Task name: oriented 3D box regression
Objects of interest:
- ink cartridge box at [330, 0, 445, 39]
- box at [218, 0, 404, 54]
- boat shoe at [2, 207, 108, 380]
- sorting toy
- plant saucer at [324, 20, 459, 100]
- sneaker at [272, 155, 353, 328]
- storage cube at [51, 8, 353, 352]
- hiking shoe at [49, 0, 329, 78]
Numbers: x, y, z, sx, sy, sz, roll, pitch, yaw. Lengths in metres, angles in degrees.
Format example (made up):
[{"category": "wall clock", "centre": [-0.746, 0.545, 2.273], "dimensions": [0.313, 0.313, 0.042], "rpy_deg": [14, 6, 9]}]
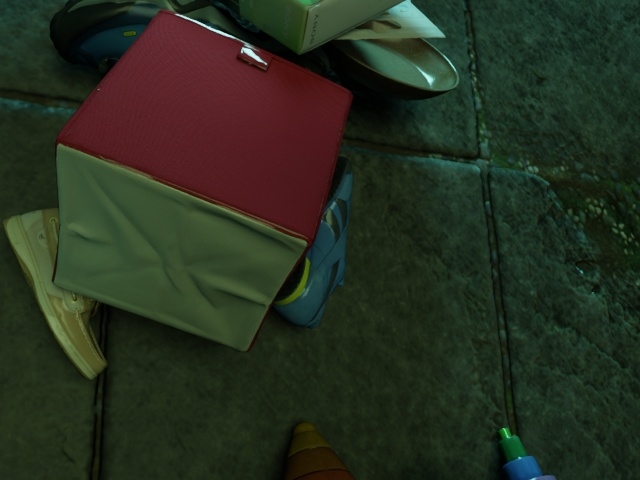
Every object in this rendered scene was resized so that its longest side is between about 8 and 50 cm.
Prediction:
[{"category": "ink cartridge box", "centre": [0.014, -0.285, 0.684], "dimensions": [0.181, 0.056, 0.224], "rpy_deg": [-13, 58, -30]}, {"category": "box", "centre": [-0.058, -0.340, 0.631], "dimensions": [0.322, 0.058, 0.232], "rpy_deg": [38, 55, 20]}, {"category": "boat shoe", "centre": [-0.232, 0.045, 0.531], "dimensions": [0.059, 0.063, 0.170], "rpy_deg": [-26, 88, -22]}, {"category": "sorting toy", "centre": [0.105, 0.255, 0.629], "dimensions": [0.366, 0.127, 0.126], "rpy_deg": [6, 44, -26]}, {"category": "plant saucer", "centre": [0.080, -0.232, 0.724], "dimensions": [0.199, 0.036, 0.198], "rpy_deg": [16, 39, -13]}, {"category": "sneaker", "centre": [0.000, 0.000, 0.657], "dimensions": [0.082, 0.069, 0.209], "rpy_deg": [44, 53, -39]}, {"category": "storage cube", "centre": [-0.100, -0.048, 0.506], "dimensions": [0.215, 0.183, 0.193], "rpy_deg": [23, 47, -9]}, {"category": "hiking shoe", "centre": [-0.123, -0.175, 0.610], "dimensions": [0.304, 0.113, 0.132], "rpy_deg": [3, 74, -24]}]
